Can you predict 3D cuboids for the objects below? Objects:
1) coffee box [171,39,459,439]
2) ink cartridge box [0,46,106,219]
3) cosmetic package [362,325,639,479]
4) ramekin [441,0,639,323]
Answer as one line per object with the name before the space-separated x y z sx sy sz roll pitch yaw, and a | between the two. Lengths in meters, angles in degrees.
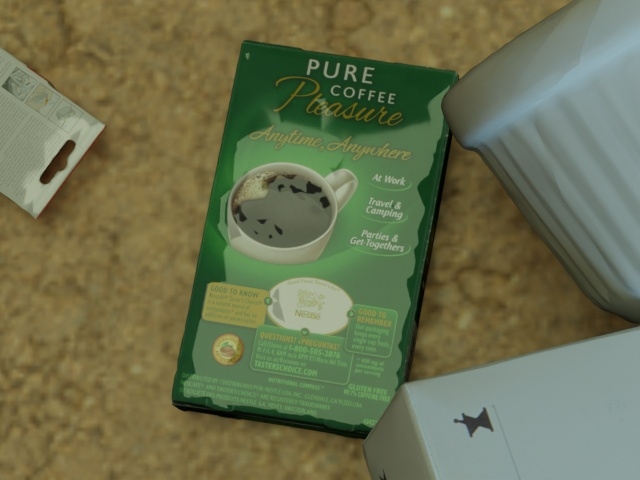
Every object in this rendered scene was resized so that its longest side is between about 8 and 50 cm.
coffee box | 0.000 0.000 0.918 0.113 0.040 0.184 8 79 10
ink cartridge box | -0.168 -0.063 0.963 0.115 0.029 0.063 35 84 13
cosmetic package | 0.209 0.208 0.726 0.284 0.097 0.377 -14 70 -14
ramekin | 0.197 -0.068 0.798 0.272 0.273 0.127 -29 87 1
